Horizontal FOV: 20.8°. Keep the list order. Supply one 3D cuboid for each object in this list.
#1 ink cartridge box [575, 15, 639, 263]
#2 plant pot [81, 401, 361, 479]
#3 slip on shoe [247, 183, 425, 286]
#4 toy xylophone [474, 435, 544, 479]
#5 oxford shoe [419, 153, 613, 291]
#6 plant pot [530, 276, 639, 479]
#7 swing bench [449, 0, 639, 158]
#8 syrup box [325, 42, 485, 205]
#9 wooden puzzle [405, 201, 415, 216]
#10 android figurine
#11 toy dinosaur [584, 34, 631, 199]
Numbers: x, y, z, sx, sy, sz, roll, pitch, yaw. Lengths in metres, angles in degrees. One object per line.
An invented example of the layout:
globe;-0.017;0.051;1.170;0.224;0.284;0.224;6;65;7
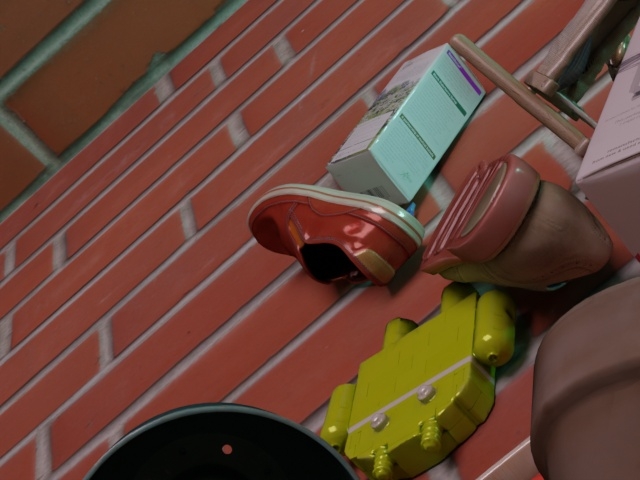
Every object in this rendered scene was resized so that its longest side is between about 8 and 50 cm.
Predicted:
ink cartridge box;0.364;-0.089;1.572;0.117;0.207;0.283;-23;28;41
plant pot;-0.100;0.284;1.635;0.293;0.293;0.235;-45;7;-3
slip on shoe;0.000;0.000;2.205;0.331;0.123;0.101;8;61;56
toy xylophone;0.227;0.242;1.363;0.236;0.081;0.323;-43;20;2
oxford shoe;0.203;0.004;1.842;0.140;0.146;0.397;-61;3;0
plant pot;0.280;0.212;1.065;0.323;0.323;0.280;-24;45;43
swing bench;0.319;-0.213;1.819;0.253;0.165;0.255;-50;47;8
syrup box;0.116;-0.148;2.315;0.093;0.096;0.237;-18;27;48
wooden puzzle;0.076;0.002;2.229;0.116;0.014;0.078;-34;26;26
android figurine;0.104;0.151;1.822;0.248;0.056;0.273;-33;21;27
toy dinosaur;0.359;-0.153;1.937;0.118;0.064;0.268;-33;27;37
